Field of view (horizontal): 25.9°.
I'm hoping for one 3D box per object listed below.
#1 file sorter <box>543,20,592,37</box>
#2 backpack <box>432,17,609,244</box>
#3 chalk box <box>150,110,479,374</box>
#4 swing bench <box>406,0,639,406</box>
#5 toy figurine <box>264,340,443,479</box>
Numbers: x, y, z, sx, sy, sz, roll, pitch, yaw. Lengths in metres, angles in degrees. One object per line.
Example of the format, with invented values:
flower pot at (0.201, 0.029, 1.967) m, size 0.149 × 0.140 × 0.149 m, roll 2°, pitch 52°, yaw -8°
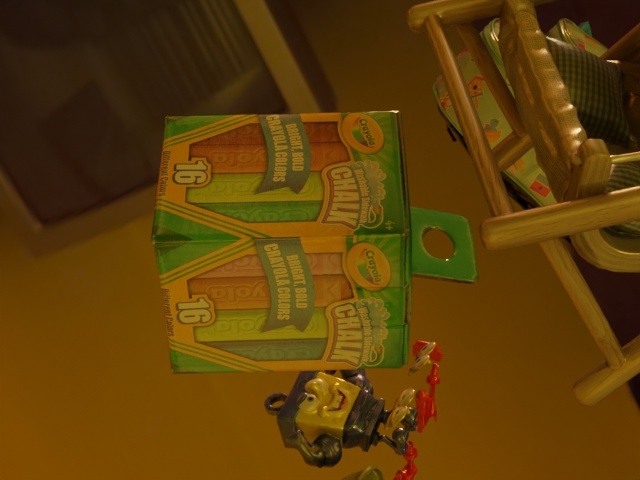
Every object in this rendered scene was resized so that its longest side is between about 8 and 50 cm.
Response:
file sorter at (0.302, -0.176, 1.786) m, size 0.104 × 0.170 × 0.118 m, roll -8°, pitch -160°, yaw 26°
backpack at (0.191, -0.103, 1.160) m, size 0.144 × 0.188 × 0.166 m, roll -53°, pitch -168°, yaw 23°
chalk box at (0.000, 0.000, 0.952) m, size 0.213 × 0.132 × 0.132 m, roll -3°, pitch -137°, yaw 0°
swing bench at (0.216, -0.080, 0.856) m, size 0.255 × 0.165 × 0.253 m, roll -26°, pitch -141°, yaw 12°
toy figurine at (0.015, 0.281, 1.920) m, size 0.217 × 0.191 × 0.362 m, roll 13°, pitch -133°, yaw 17°
